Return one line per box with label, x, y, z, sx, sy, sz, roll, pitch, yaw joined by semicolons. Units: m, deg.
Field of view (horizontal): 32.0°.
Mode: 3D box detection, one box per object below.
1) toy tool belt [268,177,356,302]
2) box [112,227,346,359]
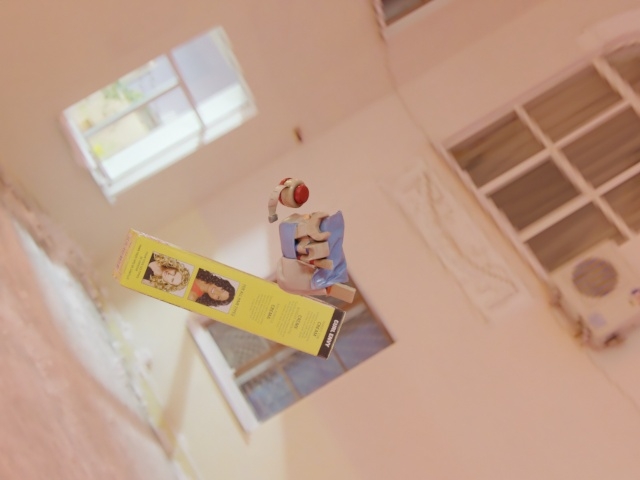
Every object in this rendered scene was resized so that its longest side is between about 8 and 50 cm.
toy tool belt;0.000;0.000;0.744;0.051;0.052;0.083;8;-66;37
box;-0.096;0.056;1.165;0.232;0.058;0.087;21;-1;-15
